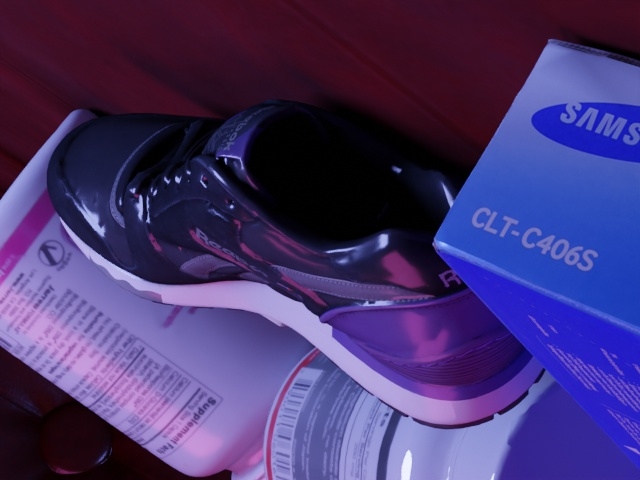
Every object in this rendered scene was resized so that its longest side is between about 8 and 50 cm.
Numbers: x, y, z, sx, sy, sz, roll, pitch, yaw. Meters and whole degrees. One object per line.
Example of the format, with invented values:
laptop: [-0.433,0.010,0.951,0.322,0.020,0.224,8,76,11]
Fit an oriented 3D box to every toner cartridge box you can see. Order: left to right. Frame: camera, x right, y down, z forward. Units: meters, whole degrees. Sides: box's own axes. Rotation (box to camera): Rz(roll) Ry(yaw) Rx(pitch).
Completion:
toner cartridge box: [0.183,0.070,0.501,0.165,0.075,0.348,23,168,36]

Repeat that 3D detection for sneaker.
sneaker: [-0.026,-0.027,0.667,0.283,0.107,0.124,21,151,34]

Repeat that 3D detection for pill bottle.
pill bottle: [-0.095,0.056,0.989,0.283,0.160,0.160,37,170,-9]
pill bottle: [0.088,0.127,0.813,0.161,0.161,0.283,34,166,-17]

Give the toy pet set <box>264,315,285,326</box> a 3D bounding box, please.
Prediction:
toy pet set: [0.000,0.000,0.837,0.122,0.065,0.114,28,-155,36]
